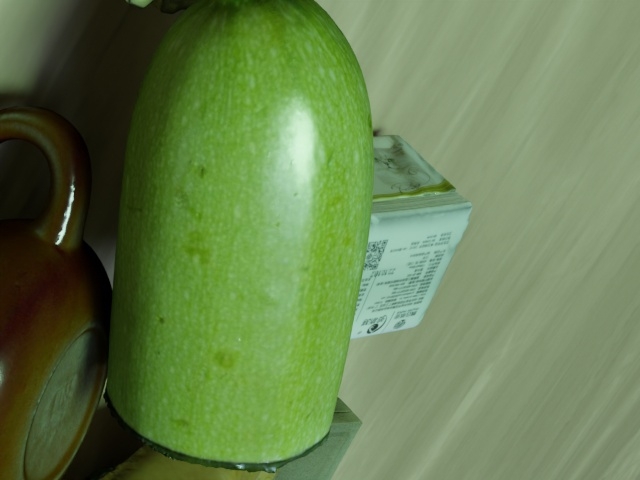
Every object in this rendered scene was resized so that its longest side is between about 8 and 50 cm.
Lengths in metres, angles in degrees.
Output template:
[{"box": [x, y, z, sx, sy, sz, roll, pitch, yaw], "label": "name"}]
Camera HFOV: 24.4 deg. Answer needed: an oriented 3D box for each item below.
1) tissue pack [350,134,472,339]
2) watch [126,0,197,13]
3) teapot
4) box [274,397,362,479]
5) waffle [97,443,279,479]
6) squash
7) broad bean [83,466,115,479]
[{"box": [-0.001, 0.000, 0.923, 0.149, 0.099, 0.106, -6, 130, -41], "label": "tissue pack"}, {"box": [-0.020, -0.197, 0.743, 0.268, 0.102, 0.165, -11, 139, -50], "label": "watch"}, {"box": [-0.187, 0.048, 0.777, 0.178, 0.135, 0.252, -44, 150, -77], "label": "teapot"}, {"box": [-0.022, 0.158, 1.104, 0.083, 0.035, 0.079, 6, 119, -46], "label": "box"}, {"box": [-0.130, 0.258, 0.918, 0.348, 0.077, 0.304, -37, 149, -67], "label": "waffle"}, {"box": [-0.036, -0.016, 0.750, 0.132, 0.132, 0.247, -14, 128, -36], "label": "squash"}, {"box": [-0.212, 0.236, 0.991, 0.227, 0.039, 0.069, -40, 137, -8], "label": "broad bean"}]
